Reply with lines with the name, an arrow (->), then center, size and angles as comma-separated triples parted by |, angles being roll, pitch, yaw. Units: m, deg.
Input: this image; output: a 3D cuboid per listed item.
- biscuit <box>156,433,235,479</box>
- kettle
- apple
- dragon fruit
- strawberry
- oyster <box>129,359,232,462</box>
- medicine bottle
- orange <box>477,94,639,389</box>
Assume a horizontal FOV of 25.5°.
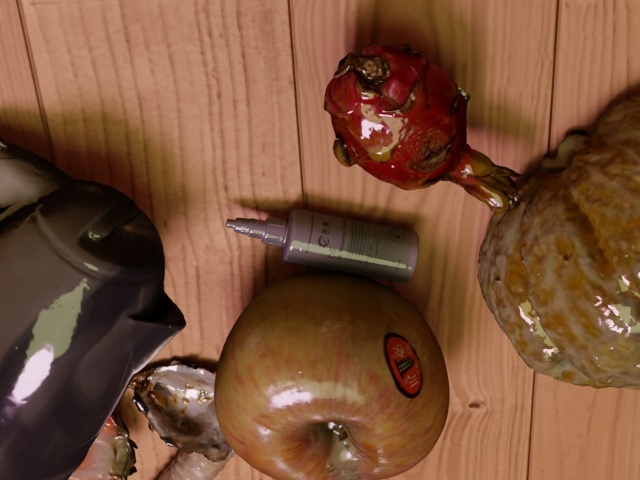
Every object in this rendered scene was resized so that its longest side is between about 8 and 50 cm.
biscuit -> -0.157, 0.278, 1.686 | 0.061, 0.055, 0.219 | 50, 124, 16
kettle -> -0.308, 0.054, 1.420 | 0.321, 0.228, 0.324 | 41, 118, 7
apple -> 0.011, 0.149, 1.493 | 0.261, 0.194, 0.261 | -1, 132, -1
dragon fruit -> 0.103, -0.095, 1.339 | 0.246, 0.125, 0.125 | 30, 92, -25
strawberry -> -0.301, 0.243, 1.619 | 0.187, 0.146, 0.082 | 9, 171, -10
oyster -> -0.150, 0.186, 1.605 | 0.148, 0.051, 0.103 | 35, 80, -6
medicine bottle -> 0.000, 0.000, 1.458 | 0.199, 0.057, 0.057 | 11, 128, -9
orange -> 0.332, 0.025, 1.393 | 0.271, 0.210, 0.369 | 38, 117, -25
